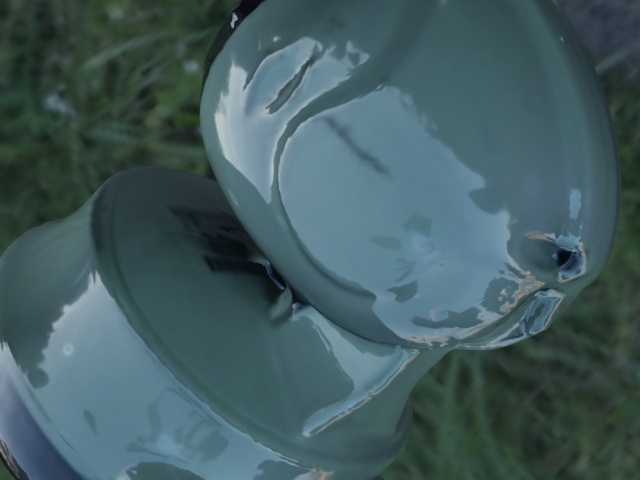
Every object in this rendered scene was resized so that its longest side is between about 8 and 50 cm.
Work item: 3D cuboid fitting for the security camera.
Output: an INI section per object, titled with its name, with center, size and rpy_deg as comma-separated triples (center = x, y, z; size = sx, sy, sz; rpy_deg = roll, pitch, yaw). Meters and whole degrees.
[security camera]
center = 0.000, 0.000, 0.769
size = 0.277, 0.197, 0.191
rpy_deg = -46, 57, 26
